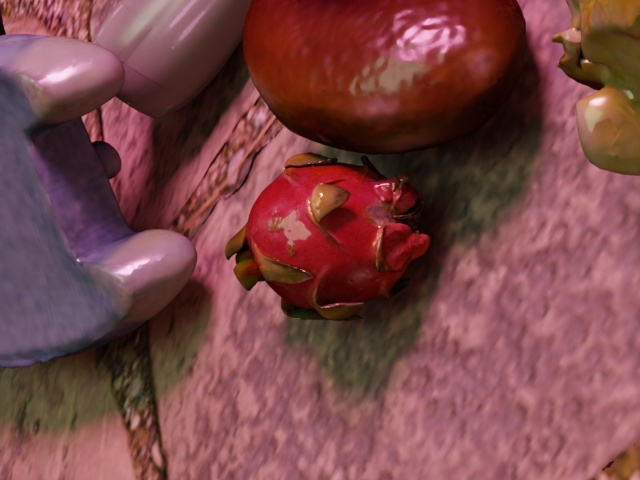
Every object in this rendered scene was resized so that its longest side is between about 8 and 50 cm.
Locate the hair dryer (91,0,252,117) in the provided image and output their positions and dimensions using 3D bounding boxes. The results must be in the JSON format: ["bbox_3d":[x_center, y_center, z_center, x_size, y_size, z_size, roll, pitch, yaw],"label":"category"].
[{"bbox_3d":[-0.078,-0.217,0.806,0.206,0.075,0.237,-44,42,23],"label":"hair dryer"}]

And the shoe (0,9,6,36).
[{"bbox_3d":[-0.267,-0.114,0.967,0.108,0.093,0.241,-95,17,-54],"label":"shoe"}]

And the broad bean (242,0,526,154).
[{"bbox_3d":[0.031,-0.093,0.616,0.165,0.084,0.114,2,68,45],"label":"broad bean"}]

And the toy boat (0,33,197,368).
[{"bbox_3d":[-0.204,-0.032,0.833,0.330,0.123,0.215,-13,105,43],"label":"toy boat"}]

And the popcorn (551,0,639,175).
[{"bbox_3d":[0.143,-0.104,0.454,0.162,0.135,0.141,-42,72,18],"label":"popcorn"}]

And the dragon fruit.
[{"bbox_3d":[-0.001,-0.002,0.631,0.116,0.081,0.086,1,91,48],"label":"dragon fruit"}]
